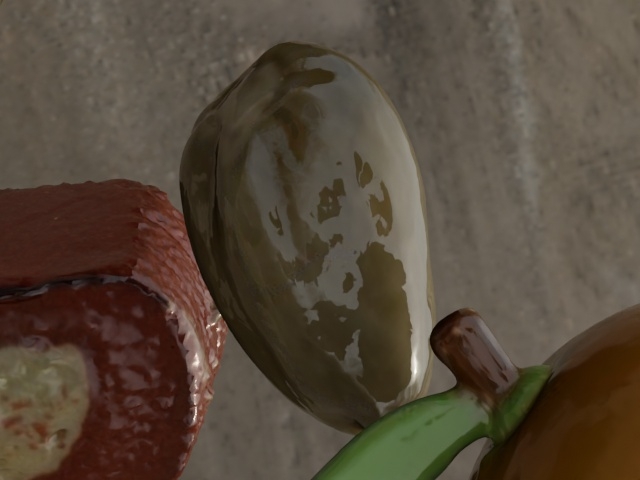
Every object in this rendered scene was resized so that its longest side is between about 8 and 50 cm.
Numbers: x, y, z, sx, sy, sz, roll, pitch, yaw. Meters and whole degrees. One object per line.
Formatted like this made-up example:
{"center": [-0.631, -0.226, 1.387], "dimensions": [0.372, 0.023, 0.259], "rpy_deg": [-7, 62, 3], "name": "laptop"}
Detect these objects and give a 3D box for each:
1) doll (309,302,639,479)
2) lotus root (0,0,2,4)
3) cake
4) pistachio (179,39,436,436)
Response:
{"center": [0.125, 0.099, 0.542], "dimensions": [0.236, 0.213, 0.213], "rpy_deg": [36, 40, -2], "name": "doll"}
{"center": [-0.178, -0.121, 0.519], "dimensions": [0.278, 0.154, 0.154], "rpy_deg": [-54, 132, -8], "name": "lotus root"}
{"center": [-0.190, 0.075, 0.825], "dimensions": [0.151, 0.283, 0.176], "rpy_deg": [-90, 173, -64], "name": "cake"}
{"center": [0.000, 0.000, 0.655], "dimensions": [0.126, 0.108, 0.185], "rpy_deg": [-6, 83, -61], "name": "pistachio"}
